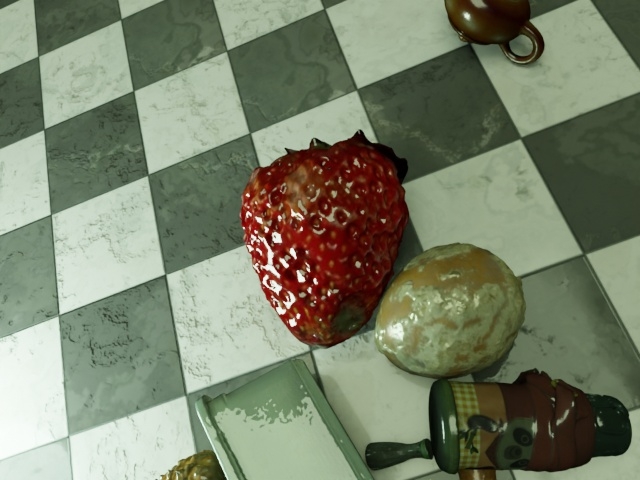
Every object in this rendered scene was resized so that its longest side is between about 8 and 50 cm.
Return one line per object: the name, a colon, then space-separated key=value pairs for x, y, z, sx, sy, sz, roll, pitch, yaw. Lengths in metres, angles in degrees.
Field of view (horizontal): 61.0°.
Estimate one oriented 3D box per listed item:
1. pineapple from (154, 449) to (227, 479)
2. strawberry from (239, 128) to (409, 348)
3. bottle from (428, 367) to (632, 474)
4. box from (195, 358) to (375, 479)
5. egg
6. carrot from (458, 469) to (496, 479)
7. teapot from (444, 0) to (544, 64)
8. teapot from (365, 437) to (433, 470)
pineapple: x=-0.270 y=0.481 z=0.856 sx=0.340 sy=0.169 sz=0.169 roll=-35 pitch=64 yaw=3
strawberry: x=-0.002 y=-0.013 z=0.907 sx=0.291 sy=0.292 sz=0.310 roll=3 pitch=52 yaw=17
bottle: x=0.298 y=0.257 z=0.780 sx=0.271 sy=0.156 sz=0.143 roll=-1 pitch=62 yaw=3
box: x=-0.037 y=0.345 z=0.844 sx=0.182 sy=0.175 sz=0.312 roll=-30 pitch=64 yaw=-7
egg: x=0.197 y=0.112 z=0.850 sx=0.245 sy=0.203 sz=0.203 roll=-34 pitch=64 yaw=13
carrot: x=0.246 y=0.445 z=0.787 sx=0.057 sy=0.057 sz=0.224 roll=-10 pitch=70 yaw=11
teapot: x=0.334 y=-0.439 z=1.080 sx=0.252 sy=0.135 sz=0.178 roll=47 pitch=56 yaw=8
teapot: x=0.125 y=0.331 z=0.845 sx=0.110 sy=0.043 sz=0.043 roll=-22 pitch=62 yaw=33
